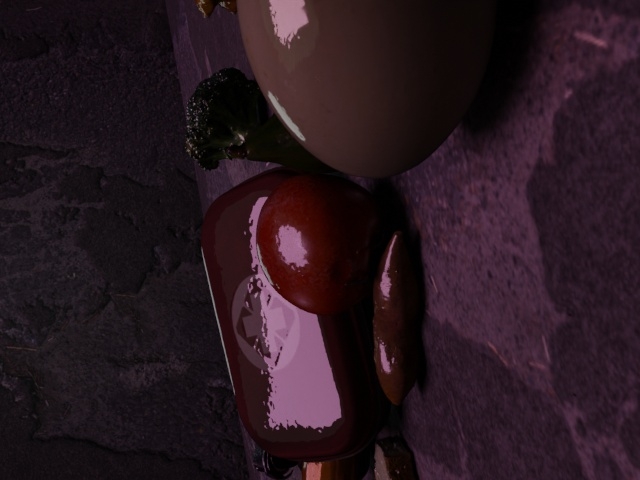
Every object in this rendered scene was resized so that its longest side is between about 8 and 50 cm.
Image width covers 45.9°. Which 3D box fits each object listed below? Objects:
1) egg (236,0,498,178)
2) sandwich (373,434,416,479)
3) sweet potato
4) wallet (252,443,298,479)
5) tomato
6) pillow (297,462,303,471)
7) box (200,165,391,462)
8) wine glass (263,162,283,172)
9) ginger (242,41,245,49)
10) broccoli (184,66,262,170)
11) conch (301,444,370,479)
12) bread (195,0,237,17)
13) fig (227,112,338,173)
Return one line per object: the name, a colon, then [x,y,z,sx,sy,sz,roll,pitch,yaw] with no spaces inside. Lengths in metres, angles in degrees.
egg: [0.035,-0.161,0.564,0.188,0.189,0.253,-117,15,-47]
sandwich: [0.094,0.302,0.985,0.105,0.036,0.093,126,131,-72]
sweet potato: [0.083,0.085,0.839,0.065,0.051,0.218,-122,26,-64]
wallet: [-0.072,0.327,1.478,0.221,0.072,0.262,125,155,-74]
tomato: [0.000,0.000,0.858,0.167,0.167,0.167,169,90,-76]
pillow: [-0.026,0.393,1.472,0.135,0.055,0.091,111,177,-59]
box: [-0.041,0.101,1.036,0.263,0.108,0.403,-20,81,43]
wine glass: [-0.037,-0.059,1.165,0.072,0.072,0.155,97,157,-51]
ginger: [-0.067,-0.319,1.088,0.213,0.074,0.137,144,115,-68]
broccoli: [-0.180,-0.226,1.419,0.156,0.195,0.195,52,157,19]
conch: [0.031,0.283,1.122,0.093,0.109,0.330,2,84,43]
bread: [-0.154,-0.507,1.101,0.185,0.109,0.380,158,110,-73]
fig: [-0.012,-0.115,0.815,0.117,0.178,0.117,61,174,11]
